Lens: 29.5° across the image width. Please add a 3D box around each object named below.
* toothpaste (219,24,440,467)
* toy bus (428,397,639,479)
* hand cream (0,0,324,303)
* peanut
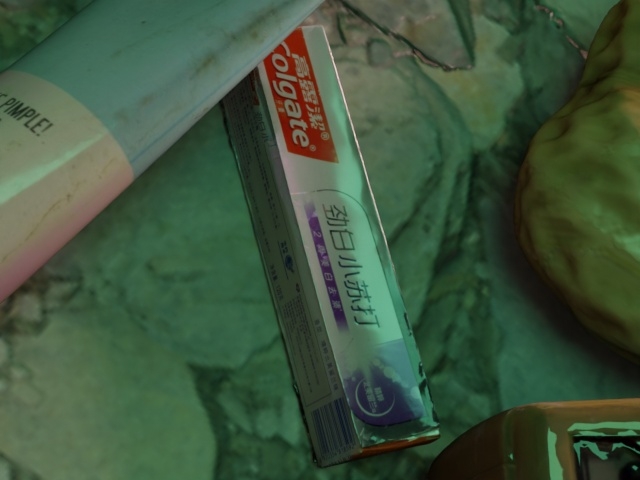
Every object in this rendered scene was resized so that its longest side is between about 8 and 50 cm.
[{"bbox_3d":[0.000,0.000,0.539,0.047,0.040,0.196,-9,74,-23],"label":"toothpaste"},{"bbox_3d":[0.125,0.207,0.452,0.157,0.139,0.289,3,69,-13],"label":"toy bus"},{"bbox_3d":[-0.108,-0.045,0.505,0.111,0.070,0.312,23,56,39],"label":"hand cream"},{"bbox_3d":[0.203,-0.037,0.579,0.197,0.110,0.233,29,65,-1],"label":"peanut"}]
